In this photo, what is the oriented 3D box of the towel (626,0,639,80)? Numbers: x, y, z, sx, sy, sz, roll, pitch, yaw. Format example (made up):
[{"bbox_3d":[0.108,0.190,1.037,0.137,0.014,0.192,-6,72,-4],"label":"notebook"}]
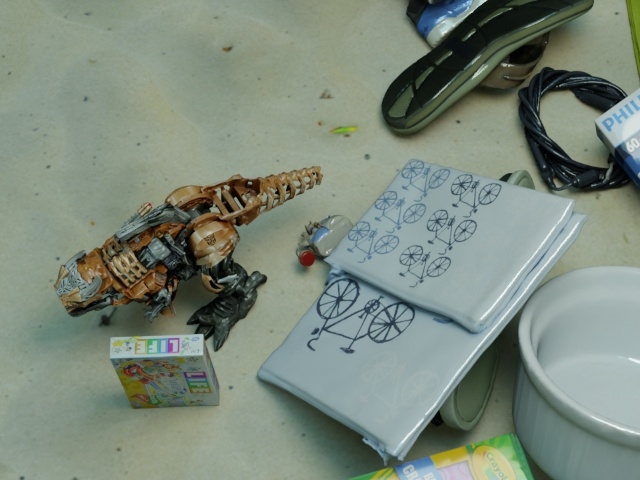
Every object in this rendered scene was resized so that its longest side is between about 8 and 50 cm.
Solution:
[{"bbox_3d":[0.453,-0.304,1.976,0.102,0.021,0.237,-4,63,3],"label":"towel"}]

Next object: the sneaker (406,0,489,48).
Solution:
[{"bbox_3d":[0.182,-0.325,1.983,0.152,0.058,0.084,-37,75,-7],"label":"sneaker"}]

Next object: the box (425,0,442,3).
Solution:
[{"bbox_3d":[0.219,-0.639,1.878,0.472,0.480,0.297,-30,49,-11],"label":"box"}]

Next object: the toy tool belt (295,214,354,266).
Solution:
[{"bbox_3d":[0.000,0.000,1.842,0.083,0.052,0.051,-38,23,-14],"label":"toy tool belt"}]

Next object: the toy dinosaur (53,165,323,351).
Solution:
[{"bbox_3d":[-0.143,0.011,1.745,0.322,0.218,0.164,-11,62,-1],"label":"toy dinosaur"}]

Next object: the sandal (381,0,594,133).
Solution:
[{"bbox_3d":[0.213,-0.229,1.921,0.303,0.086,0.120,-36,33,4],"label":"sandal"}]

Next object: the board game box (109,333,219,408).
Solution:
[{"bbox_3d":[-0.174,0.149,1.712,0.103,0.154,0.026,-3,63,3],"label":"board game box"}]

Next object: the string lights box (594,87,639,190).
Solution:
[{"bbox_3d":[0.454,-0.072,1.788,0.133,0.077,0.259,-37,75,5],"label":"string lights box"}]

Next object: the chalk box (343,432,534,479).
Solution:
[{"bbox_3d":[0.154,0.325,1.590,0.289,0.180,0.179,-15,63,-5],"label":"chalk box"}]

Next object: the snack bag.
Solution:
[{"bbox_3d":[0.094,0.062,1.689,0.342,0.037,0.323,-51,32,-10],"label":"snack bag"}]

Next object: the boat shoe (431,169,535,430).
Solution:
[{"bbox_3d":[0.163,0.061,1.760,0.113,0.127,0.340,2,61,32],"label":"boat shoe"}]

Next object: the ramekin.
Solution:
[{"bbox_3d":[0.339,0.163,1.634,0.277,0.135,0.277,5,38,-4],"label":"ramekin"}]

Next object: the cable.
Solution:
[{"bbox_3d":[0.327,-0.148,1.890,0.151,0.047,0.184,-15,63,-4],"label":"cable"}]
